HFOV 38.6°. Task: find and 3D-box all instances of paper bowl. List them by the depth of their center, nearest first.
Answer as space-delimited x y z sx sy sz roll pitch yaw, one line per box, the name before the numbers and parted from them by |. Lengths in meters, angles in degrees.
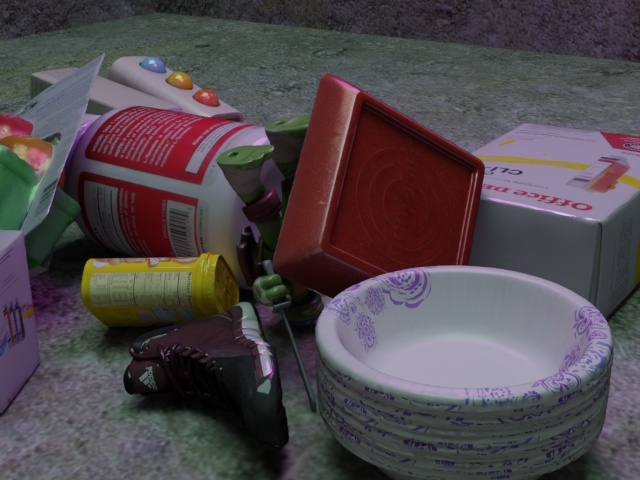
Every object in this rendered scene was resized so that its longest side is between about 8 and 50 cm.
paper bowl | 0.137 0.143 0.906 0.284 0.148 0.284 -1 23 1

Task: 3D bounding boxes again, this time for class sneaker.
sneaker | -0.129 0.154 0.978 0.163 0.106 0.281 -10 13 -9

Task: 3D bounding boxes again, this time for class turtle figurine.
turtle figurine | 0.000 0.000 1.084 0.198 0.266 0.274 -22 25 -11

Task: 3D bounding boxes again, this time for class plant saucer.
plant saucer | 0.089 -0.038 1.065 0.259 0.258 0.048 25 -25 -27

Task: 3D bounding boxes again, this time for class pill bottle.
pill bottle | -0.219 -0.077 1.353 0.408 0.229 0.229 14 27 33

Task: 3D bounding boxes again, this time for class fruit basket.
fruit basket | -0.445 -0.082 1.298 0.327 0.165 0.353 -25 35 26

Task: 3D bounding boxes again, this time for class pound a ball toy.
pound a ball toy | -0.303 -0.261 1.824 0.319 0.135 0.208 33 27 26

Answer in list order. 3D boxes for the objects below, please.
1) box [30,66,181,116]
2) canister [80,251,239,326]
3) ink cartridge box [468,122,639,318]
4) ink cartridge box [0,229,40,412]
box | -0.382 -0.223 1.614 0.275 0.094 0.113 24 29 30
canister | -0.199 0.066 1.150 0.170 0.126 0.073 -1 66 8
ink cartridge box | 0.337 -0.039 1.319 0.279 0.160 0.385 14 27 33
ink cartridge box | -0.407 0.089 1.031 0.128 0.176 0.127 1 20 4
